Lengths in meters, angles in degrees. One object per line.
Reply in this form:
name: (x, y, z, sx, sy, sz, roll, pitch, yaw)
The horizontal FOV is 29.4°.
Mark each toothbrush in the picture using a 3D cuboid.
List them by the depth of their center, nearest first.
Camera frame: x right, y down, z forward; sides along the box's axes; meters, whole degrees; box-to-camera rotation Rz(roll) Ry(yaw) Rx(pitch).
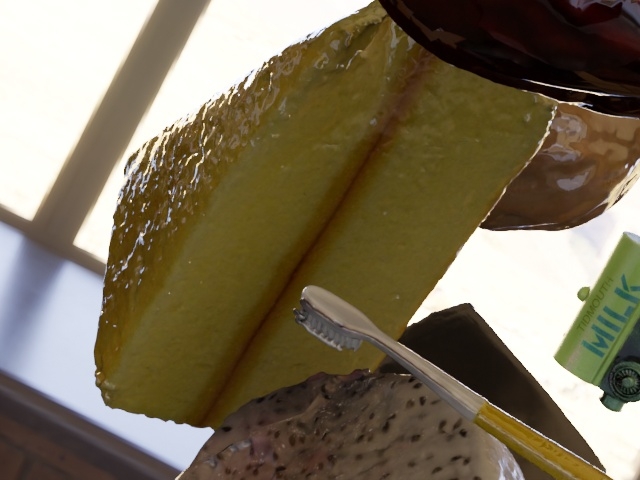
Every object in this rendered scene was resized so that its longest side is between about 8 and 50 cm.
toothbrush: (0.105, 0.108, 0.667, 0.288, 0.024, 0.021, 32, 44, 16)

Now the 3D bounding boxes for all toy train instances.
toy train: (0.426, 0.109, 1.688, 0.157, 0.253, 0.105, 32, 19, 19)

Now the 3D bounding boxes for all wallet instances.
wallet: (0.090, 0.205, 1.215, 0.323, 0.041, 0.247, -22, 57, -24)

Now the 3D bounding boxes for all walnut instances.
walnut: (0.207, -0.122, 1.207, 0.273, 0.227, 0.273, 5, 5, 0)

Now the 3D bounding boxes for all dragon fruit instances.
dragon fruit: (0.034, 0.235, 0.858, 0.221, 0.283, 0.204, 58, 24, -24)

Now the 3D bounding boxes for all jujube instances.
jujube: (0.133, -0.152, 0.635, 0.243, 0.183, 0.183, 25, 7, -7)

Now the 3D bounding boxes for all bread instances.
bread: (0.000, 0.000, 0.941, 0.233, 0.245, 0.362, 16, -25, -26)
